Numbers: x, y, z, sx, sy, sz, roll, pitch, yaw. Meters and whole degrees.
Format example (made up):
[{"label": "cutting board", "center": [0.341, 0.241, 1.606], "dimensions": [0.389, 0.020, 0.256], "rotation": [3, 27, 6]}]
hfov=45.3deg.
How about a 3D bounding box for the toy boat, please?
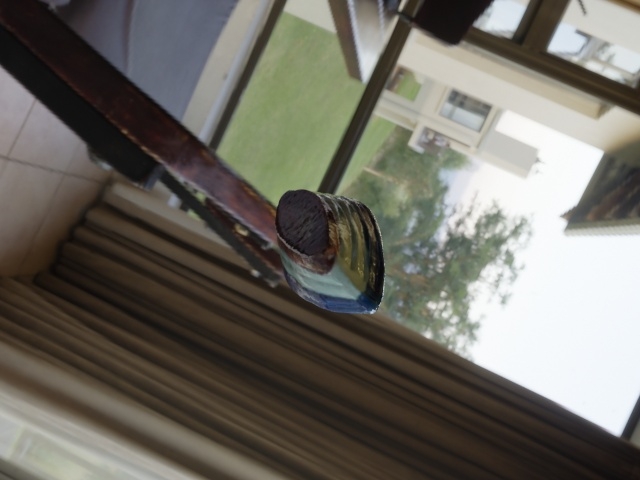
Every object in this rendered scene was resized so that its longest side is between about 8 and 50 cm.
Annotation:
[{"label": "toy boat", "center": [0.000, 0.000, 0.531], "dimensions": [0.080, 0.046, 0.229], "rotation": [-44, -165, 3]}]
